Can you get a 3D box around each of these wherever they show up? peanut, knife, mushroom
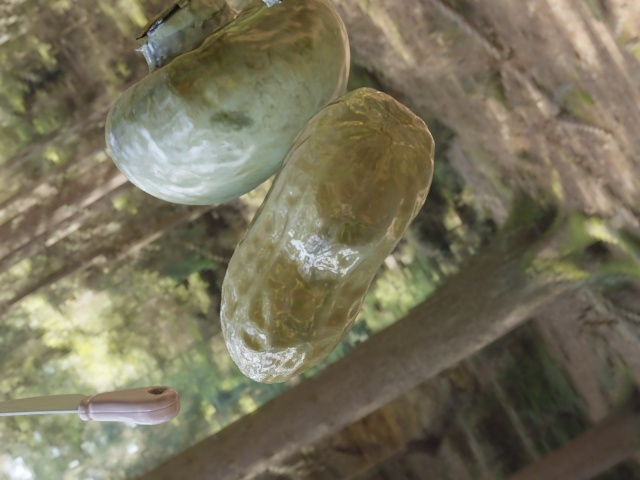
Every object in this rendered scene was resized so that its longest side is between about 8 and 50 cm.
[{"bbox_3d":[0.000,0.000,1.170,0.152,0.313,0.152,31,-173,-4],"label":"peanut"},{"bbox_3d":[-0.357,0.229,1.679,0.081,0.336,0.043,-42,-52,-69],"label":"knife"},{"bbox_3d":[-0.124,-0.198,1.545,0.260,0.352,0.352,51,-173,-12],"label":"mushroom"}]

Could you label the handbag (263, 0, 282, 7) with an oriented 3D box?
[{"bbox_3d":[0.010,-0.337,1.037,0.109,0.315,0.241,12,-103,-54],"label":"handbag"}]
